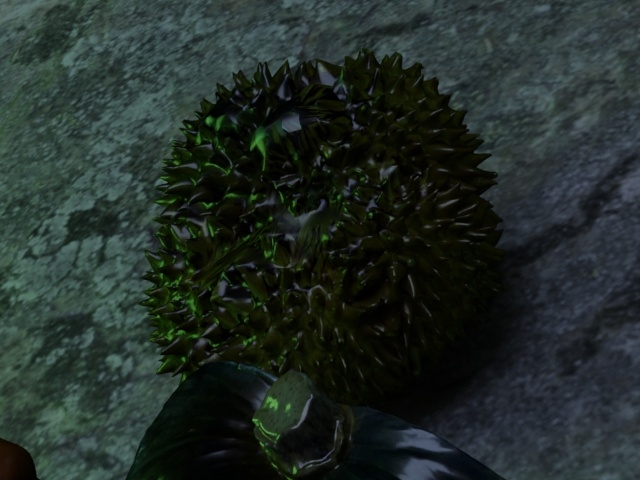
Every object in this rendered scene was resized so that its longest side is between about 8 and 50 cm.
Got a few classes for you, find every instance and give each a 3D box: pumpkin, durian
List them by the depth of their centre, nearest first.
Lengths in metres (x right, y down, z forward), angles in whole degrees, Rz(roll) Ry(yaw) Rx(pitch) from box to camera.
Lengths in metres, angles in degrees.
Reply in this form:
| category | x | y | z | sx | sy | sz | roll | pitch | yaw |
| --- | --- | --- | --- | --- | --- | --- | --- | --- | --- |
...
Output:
| category | x | y | z | sx | sy | sz | roll | pitch | yaw |
| --- | --- | --- | --- | --- | --- | --- | --- | --- | --- |
| pumpkin | 0.006 | 0.214 | 0.889 | 0.293 | 0.263 | 0.197 | 9 | 56 | 46 |
| durian | 0.001 | 0.000 | 1.199 | 0.291 | 0.225 | 0.291 | -7 | 78 | 37 |

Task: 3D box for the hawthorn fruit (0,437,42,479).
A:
| category | x | y | z | sx | sy | sz | roll | pitch | yaw |
| --- | --- | --- | --- | --- | --- | --- | --- | --- | --- |
| hawthorn fruit | -0.286 | 0.256 | 1.071 | 0.298 | 0.277 | 0.277 | -47 | 29 | 24 |
